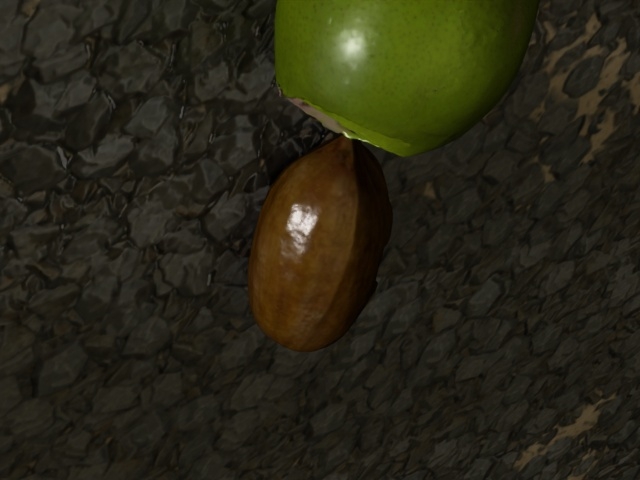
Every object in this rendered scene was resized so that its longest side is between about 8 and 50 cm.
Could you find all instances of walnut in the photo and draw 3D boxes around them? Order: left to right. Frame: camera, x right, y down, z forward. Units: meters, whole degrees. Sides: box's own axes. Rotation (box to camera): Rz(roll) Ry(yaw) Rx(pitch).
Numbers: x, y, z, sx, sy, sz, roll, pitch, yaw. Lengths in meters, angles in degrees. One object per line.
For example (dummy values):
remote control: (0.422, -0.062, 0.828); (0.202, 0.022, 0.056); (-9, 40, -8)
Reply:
walnut: (0.000, 0.000, 1.289); (0.116, 0.116, 0.207); (-14, 130, -37)

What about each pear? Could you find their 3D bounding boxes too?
pear: (0.069, -0.168, 1.105); (0.220, 0.187, 0.187); (-58, 146, 0)
